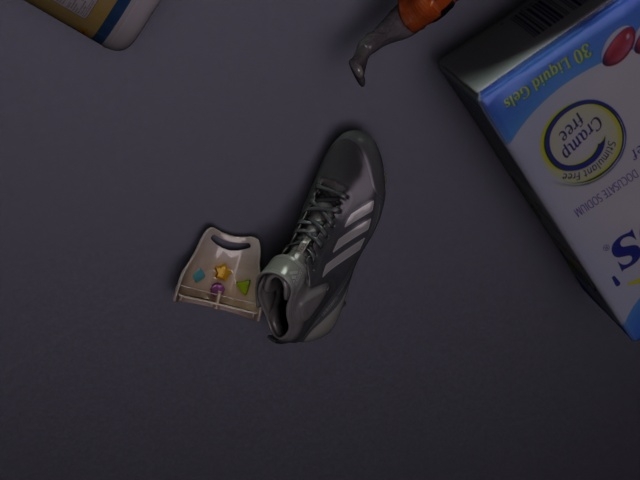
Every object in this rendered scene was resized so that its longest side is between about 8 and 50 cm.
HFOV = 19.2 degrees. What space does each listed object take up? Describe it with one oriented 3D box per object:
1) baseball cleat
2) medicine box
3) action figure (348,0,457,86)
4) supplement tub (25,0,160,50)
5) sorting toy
[{"bbox_3d":[0.000,0.000,1.730,0.072,0.109,0.206,19,103,30],"label":"baseball cleat"},{"bbox_3d":[0.300,-0.108,1.706,0.263,0.149,0.289,-35,111,2],"label":"medicine box"},{"bbox_3d":[0.107,-0.342,1.627,0.330,0.178,0.341,-29,101,2],"label":"action figure"},{"bbox_3d":[-0.220,-0.269,1.625,0.199,0.144,0.144,30,98,-12],"label":"supplement tub"},{"bbox_3d":[-0.090,0.029,1.763,0.083,0.045,0.075,14,93,-9],"label":"sorting toy"}]
